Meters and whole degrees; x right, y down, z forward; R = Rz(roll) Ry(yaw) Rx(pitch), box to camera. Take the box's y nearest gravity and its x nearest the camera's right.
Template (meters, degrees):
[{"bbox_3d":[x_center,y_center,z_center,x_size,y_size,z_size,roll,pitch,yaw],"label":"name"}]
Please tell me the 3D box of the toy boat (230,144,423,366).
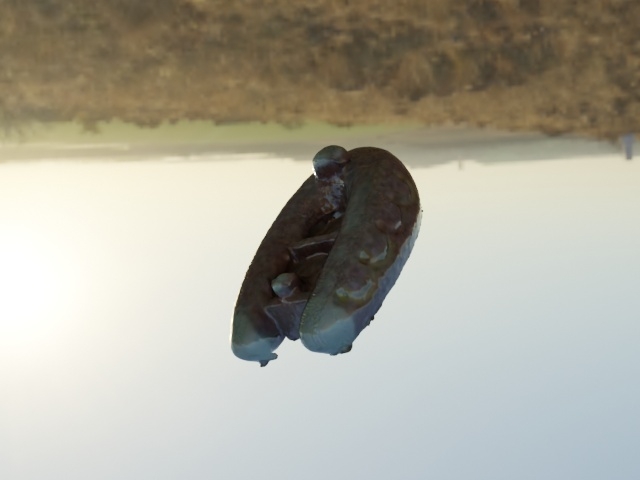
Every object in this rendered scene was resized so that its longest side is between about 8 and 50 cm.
[{"bbox_3d":[0.000,0.000,0.878,0.155,0.085,0.227,-16,-145,44],"label":"toy boat"}]
